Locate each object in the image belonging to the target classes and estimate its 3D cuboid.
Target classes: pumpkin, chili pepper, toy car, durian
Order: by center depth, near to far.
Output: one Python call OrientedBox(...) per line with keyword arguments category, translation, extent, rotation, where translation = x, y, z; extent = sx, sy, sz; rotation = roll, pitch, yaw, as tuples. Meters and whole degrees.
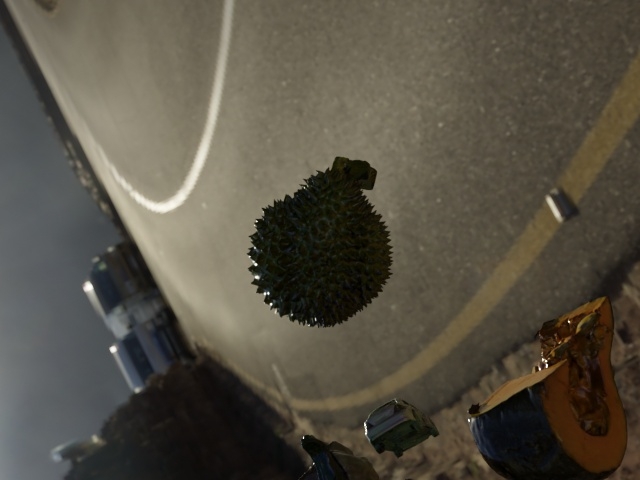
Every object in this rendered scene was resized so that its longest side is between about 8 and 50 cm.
OrientedBox(category="chili pepper", translation=(0.007, 0.258, 1.021), extent=(0.035, 0.055, 0.118), rotation=(168, 103, -64))
OrientedBox(category="durian", translation=(0.000, 0.012, 1.134), extent=(0.198, 0.146, 0.159), rotation=(-59, 44, 36))
OrientedBox(category="pumpkin", translation=(0.307, 0.198, 1.365), extent=(0.139, 0.190, 0.280), rotation=(-34, 46, 46))
OrientedBox(category="toy car", translation=(0.139, 0.327, 1.764), extent=(0.076, 0.090, 0.224), rotation=(60, -172, 22))

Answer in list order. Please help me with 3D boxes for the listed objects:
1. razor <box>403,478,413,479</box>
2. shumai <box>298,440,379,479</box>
OrientedBox(category="razor", translation=(0.310, 0.569, 2.079), extent=(0.056, 0.324, 0.093), rotation=(-37, 42, 39))
OrientedBox(category="shumai", translation=(0.042, 0.532, 1.978), extent=(0.217, 0.283, 0.346), rotation=(21, 111, 15))
